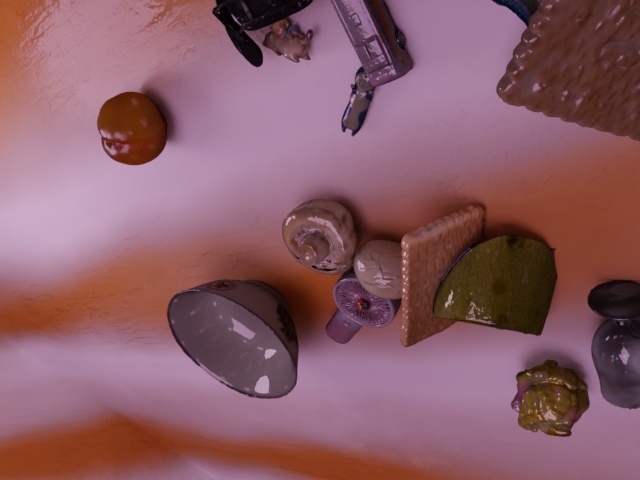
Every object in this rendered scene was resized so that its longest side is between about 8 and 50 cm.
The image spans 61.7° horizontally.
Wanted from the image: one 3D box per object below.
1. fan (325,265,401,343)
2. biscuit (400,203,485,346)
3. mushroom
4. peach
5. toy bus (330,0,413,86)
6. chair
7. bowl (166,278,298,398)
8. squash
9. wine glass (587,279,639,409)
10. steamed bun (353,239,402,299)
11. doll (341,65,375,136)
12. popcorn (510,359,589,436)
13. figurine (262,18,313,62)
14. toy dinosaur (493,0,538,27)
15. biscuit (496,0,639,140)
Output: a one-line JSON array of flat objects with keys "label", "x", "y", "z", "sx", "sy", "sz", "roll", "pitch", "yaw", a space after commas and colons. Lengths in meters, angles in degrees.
[{"label": "fan", "x": 0.073, "y": 0.142, "z": 1.086, "sx": 0.130, "sy": 0.074, "sz": 0.244, "roll": 33, "pitch": 139, "yaw": 4}, {"label": "biscuit", "x": 0.197, "y": 0.063, "z": 0.890, "sx": 0.030, "sy": 0.160, "sz": 0.249, "roll": 46, "pitch": 153, "yaw": 45}, {"label": "mushroom", "x": 0.000, "y": 0.000, "z": 0.978, "sx": 0.154, "sy": 0.122, "sz": 0.154, "roll": 14, "pitch": 129, "yaw": 18}, {"label": "peach", "x": -0.362, "y": -0.212, "z": 1.032, "sx": 0.138, "sy": 0.138, "sz": 0.138, "roll": 18, "pitch": 134, "yaw": 20}, {"label": "toy bus", "x": 0.064, "y": -0.291, "z": 0.718, "sx": 0.058, "sy": 0.072, "sz": 0.172, "roll": -13, "pitch": 118, "yaw": 36}, {"label": "chair", "x": -0.086, "y": -0.348, "z": 0.727, "sx": 0.145, "sy": 0.221, "sz": 0.140, "roll": -27, "pitch": 84, "yaw": 2}, {"label": "bowl", "x": -0.168, "y": 0.194, "z": 1.233, "sx": 0.338, "sy": 0.157, "sz": 0.337, "roll": 18, "pitch": 134, "yaw": 19}, {"label": "squash", "x": 0.289, "y": 0.087, "z": 0.832, "sx": 0.192, "sy": 0.085, "sz": 0.184, "roll": 9, "pitch": 122, "yaw": -8}, {"label": "wine glass", "x": 0.469, "y": 0.166, "z": 0.828, "sx": 0.093, "sy": 0.093, "sz": 0.202, "roll": 2, "pitch": 127, "yaw": 33}, {"label": "steamed bun", "x": 0.121, "y": 0.056, "z": 0.937, "sx": 0.130, "sy": 0.112, "sz": 0.090, "roll": 8, "pitch": 110, "yaw": 0}, {"label": "doll", "x": 0.059, "y": -0.212, "z": 0.821, "sx": 0.037, "sy": 0.027, "sz": 0.125, "roll": 24, "pitch": 136, "yaw": 5}, {"label": "popcorn", "x": 0.403, "y": 0.281, "z": 0.951, "sx": 0.126, "sy": 0.126, "sz": 0.145, "roll": 33, "pitch": 128, "yaw": 18}, {"label": "figurine", "x": -0.048, "y": -0.305, "z": 0.806, "sx": 0.083, "sy": 0.047, "sz": 0.050, "roll": 30, "pitch": 123, "yaw": 18}, {"label": "toy dinosaur", "x": 0.162, "y": -0.334, "z": 0.610, "sx": 0.363, "sy": 0.076, "sz": 0.147, "roll": 28, "pitch": 149, "yaw": 1}, {"label": "biscuit", "x": 0.345, "y": -0.257, "z": 0.549, "sx": 0.217, "sy": 0.044, "sz": 0.324, "roll": 16, "pitch": 135, "yaw": 0}]
